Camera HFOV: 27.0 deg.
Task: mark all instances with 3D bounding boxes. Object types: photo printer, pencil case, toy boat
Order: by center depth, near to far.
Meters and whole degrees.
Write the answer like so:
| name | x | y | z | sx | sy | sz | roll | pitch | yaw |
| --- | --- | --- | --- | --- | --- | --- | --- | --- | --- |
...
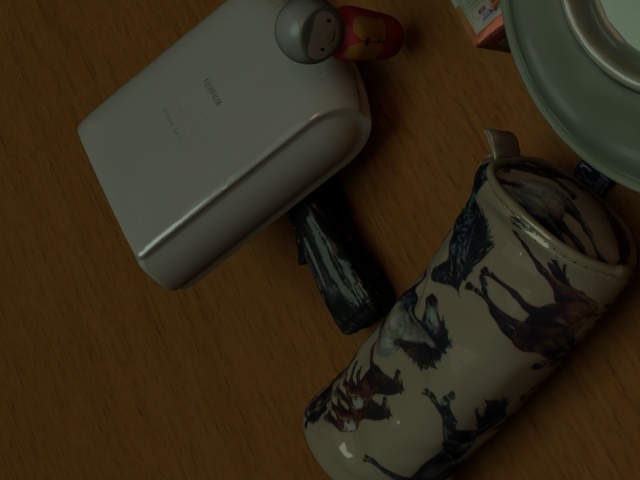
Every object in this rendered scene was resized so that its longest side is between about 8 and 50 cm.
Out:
| name | x | y | z | sx | sy | sz | roll | pitch | yaw |
| --- | --- | --- | --- | --- | --- | --- | --- | --- | --- |
| pencil case | 0.130 | 0.094 | 1.289 | 0.410 | 0.160 | 0.183 | -56 | 46 | 35 |
| toy boat | -0.018 | -0.323 | 1.369 | 0.267 | 0.148 | 0.318 | -35 | 67 | 44 |
| photo printer | -0.101 | -0.126 | 1.466 | 0.307 | 0.107 | 0.256 | -37 | 50 | 9 |

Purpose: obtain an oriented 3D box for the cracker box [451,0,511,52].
| name | x | y | z | sx | sy | sz | roll | pitch | yaw |
| --- | --- | --- | --- | --- | --- | --- | --- | --- | --- |
| cracker box | 0.171 | -0.315 | 1.250 | 0.156 | 0.067 | 0.232 | -35 | 69 | 35 |

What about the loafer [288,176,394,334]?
| name | x | y | z | sx | sy | sz | roll | pitch | yaw |
| --- | --- | --- | --- | --- | --- | --- | --- | --- | --- |
| loafer | 0.000 | 0.000 | 1.482 | 0.078 | 0.076 | 0.223 | -39 | 69 | 33 |

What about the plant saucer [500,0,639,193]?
| name | x | y | z | sx | sy | sz | roll | pitch | yaw |
| --- | --- | --- | --- | --- | --- | --- | --- | --- | --- |
| plant saucer | 0.301 | -0.218 | 1.050 | 0.400 | 0.100 | 0.400 | 7 | 102 | 36 |
